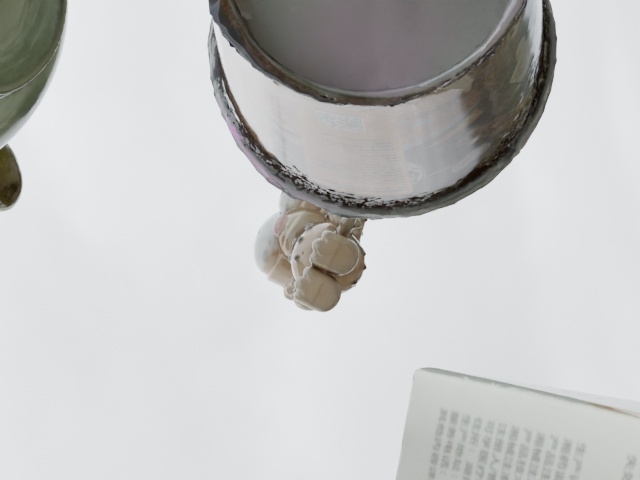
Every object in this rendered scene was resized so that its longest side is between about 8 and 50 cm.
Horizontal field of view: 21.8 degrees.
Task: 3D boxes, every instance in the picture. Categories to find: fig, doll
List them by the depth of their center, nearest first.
[{"bbox_3d":[-0.353,-0.074,1.771,0.074,0.074,0.088,36,-130,-61],"label":"fig"},{"bbox_3d":[-0.001,0.002,1.879,0.278,0.119,0.154,-150,83,-81],"label":"doll"}]

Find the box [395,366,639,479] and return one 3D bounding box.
[{"bbox_3d":[0.200,0.143,0.562,0.225,0.341,0.143,11,-94,-32],"label":"box"}]

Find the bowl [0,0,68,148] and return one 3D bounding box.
[{"bbox_3d":[-0.334,-0.206,1.377,0.354,0.185,0.354,-7,-81,-51],"label":"bowl"}]

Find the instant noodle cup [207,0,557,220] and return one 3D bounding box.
[{"bbox_3d":[0.030,-0.134,0.919,0.207,0.217,0.217,64,-158,-81],"label":"instant noodle cup"}]
